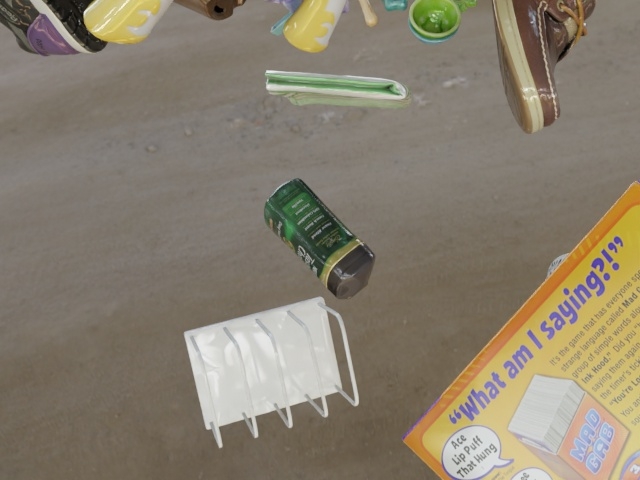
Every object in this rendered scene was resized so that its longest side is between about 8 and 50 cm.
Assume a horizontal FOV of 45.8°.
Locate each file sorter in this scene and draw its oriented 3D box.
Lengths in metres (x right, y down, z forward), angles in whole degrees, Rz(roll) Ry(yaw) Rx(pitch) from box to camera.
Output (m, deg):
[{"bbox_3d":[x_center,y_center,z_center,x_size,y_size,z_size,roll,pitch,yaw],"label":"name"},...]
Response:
[{"bbox_3d":[-0.086,0.241,1.397,0.277,0.193,0.173,-13,8,-15],"label":"file sorter"}]

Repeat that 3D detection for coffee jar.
[{"bbox_3d":[0.000,0.000,1.121,0.079,0.096,0.184,-38,70,-20],"label":"coffee jar"}]

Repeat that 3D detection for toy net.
[{"bbox_3d":[0.089,-0.342,1.016,0.232,0.045,0.122,27,72,11],"label":"toy net"}]

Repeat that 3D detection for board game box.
[{"bbox_3d":[0.380,0.176,0.841,0.356,0.357,0.356,43,22,16],"label":"board game box"}]

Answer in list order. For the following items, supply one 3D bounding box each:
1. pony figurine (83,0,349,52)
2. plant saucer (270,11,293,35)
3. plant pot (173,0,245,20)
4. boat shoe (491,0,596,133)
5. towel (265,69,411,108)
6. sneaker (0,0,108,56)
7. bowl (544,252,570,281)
[{"bbox_3d":[0.016,-0.298,0.546,0.350,0.363,0.303,-6,64,-34],"label":"pony figurine"},{"bbox_3d":[-0.013,-0.446,1.404,0.192,0.018,0.067,-37,20,14],"label":"plant saucer"},{"bbox_3d":[-0.154,-0.332,0.821,0.165,0.167,0.167,31,53,9],"label":"plant pot"},{"bbox_3d":[0.271,-0.285,0.917,0.123,0.123,0.342,-7,57,15],"label":"boat shoe"},{"bbox_3d":[0.041,-0.264,1.369,0.247,0.038,0.325,4,6,6],"label":"towel"},{"bbox_3d":[-0.360,-0.307,0.829,0.124,0.283,0.107,-3,54,20],"label":"sneaker"},{"bbox_3d":[0.384,0.110,1.119,0.080,0.170,0.170,-33,46,-27],"label":"bowl"}]
